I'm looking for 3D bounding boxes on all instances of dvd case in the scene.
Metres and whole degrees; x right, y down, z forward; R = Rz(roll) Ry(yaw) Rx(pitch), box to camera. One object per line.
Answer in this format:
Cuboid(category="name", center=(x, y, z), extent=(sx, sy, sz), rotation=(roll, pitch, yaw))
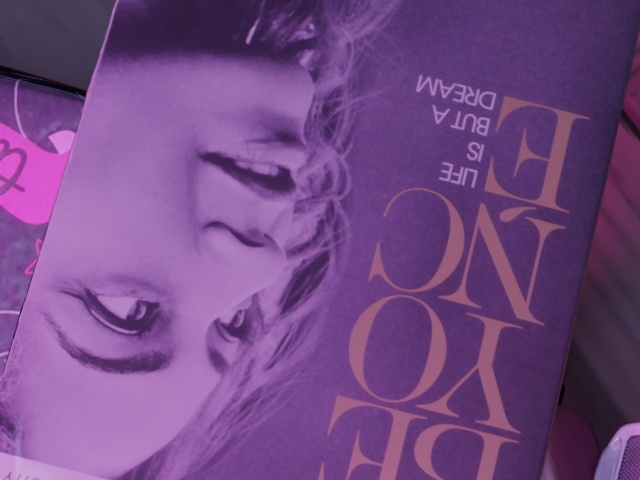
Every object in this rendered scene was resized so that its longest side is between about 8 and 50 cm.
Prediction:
Cuboid(category="dvd case", center=(0.000, 0.000, 0.616), extent=(0.164, 0.018, 0.221), rotation=(14, 74, 1))

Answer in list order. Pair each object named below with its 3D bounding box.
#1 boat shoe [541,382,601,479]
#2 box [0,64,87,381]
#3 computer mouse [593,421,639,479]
Cuboid(category="boat shoe", center=(0.049, 0.218, 0.681), extent=(0.158, 0.127, 0.340), rotation=(-18, 73, 17))
Cuboid(category="box", center=(-0.163, 0.007, 0.729), extent=(0.247, 0.142, 0.163), rotation=(15, 90, 14))
Cuboid(category="computer mouse", center=(0.120, 0.089, 0.610), extent=(0.193, 0.042, 0.106), rotation=(-4, 70, 14))
